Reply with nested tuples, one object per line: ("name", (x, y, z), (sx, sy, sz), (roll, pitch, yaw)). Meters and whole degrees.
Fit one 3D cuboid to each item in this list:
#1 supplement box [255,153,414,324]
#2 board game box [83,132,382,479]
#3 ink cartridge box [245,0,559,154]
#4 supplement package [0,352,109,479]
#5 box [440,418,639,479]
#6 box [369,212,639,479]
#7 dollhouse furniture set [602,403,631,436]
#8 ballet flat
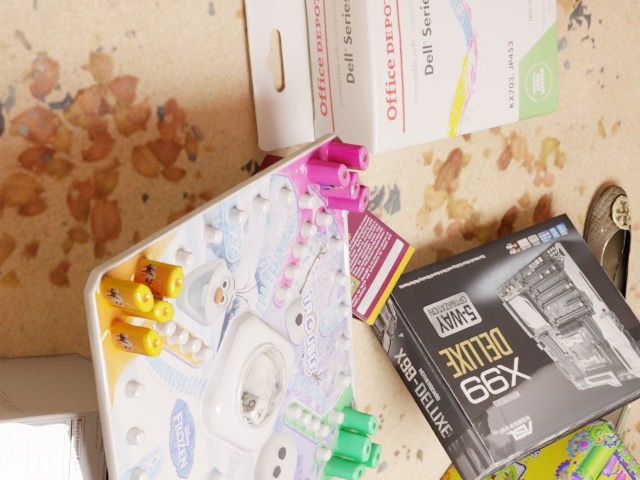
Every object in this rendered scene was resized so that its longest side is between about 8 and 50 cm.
("supplement box", (0.000, 0.000, 1.375), (0.188, 0.081, 0.104), (37, 78, -36))
("board game box", (-0.056, 0.139, 1.195), (0.390, 0.050, 0.390), (-35, 128, -51))
("ink cartridge box", (0.098, -0.214, 1.379), (0.353, 0.119, 0.207), (-16, 109, -34))
("supplement package", (-0.276, 0.200, 1.139), (0.203, 0.194, 0.149), (-1, 100, -36))
("box", (0.291, 0.397, 1.619), (0.279, 0.177, 0.290), (-50, 125, -18))
("box", (0.235, 0.121, 1.495), (0.307, 0.076, 0.242), (-18, 67, -33))
("dollhouse furniture set", (0.419, 0.205, 1.738), (0.058, 0.076, 0.152), (27, 82, -37))
("ballet flat", (0.393, 0.052, 1.696), (0.084, 0.058, 0.250), (0, 100, -38))
